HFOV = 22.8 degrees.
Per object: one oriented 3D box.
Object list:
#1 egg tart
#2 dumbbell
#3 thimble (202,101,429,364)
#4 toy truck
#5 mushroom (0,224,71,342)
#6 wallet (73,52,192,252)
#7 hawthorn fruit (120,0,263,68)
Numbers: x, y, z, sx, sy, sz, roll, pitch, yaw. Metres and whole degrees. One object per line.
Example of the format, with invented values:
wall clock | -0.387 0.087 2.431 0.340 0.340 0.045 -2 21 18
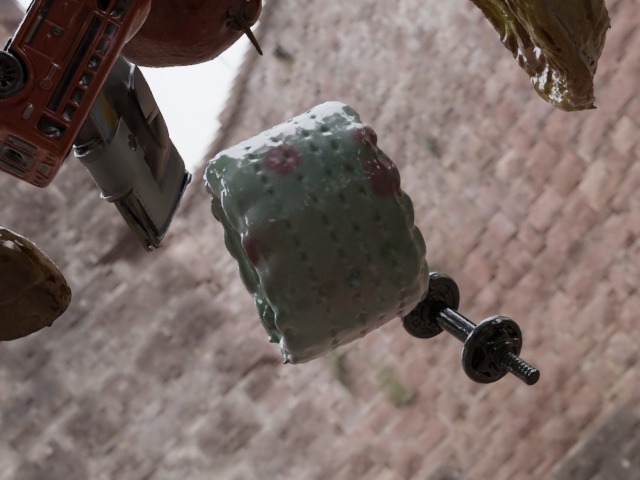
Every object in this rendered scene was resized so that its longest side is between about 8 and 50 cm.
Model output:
egg tart | 0.301 -0.342 2.216 0.150 0.352 0.352 -36 -17 2
dumbbell | 0.154 0.095 1.744 0.081 0.254 0.082 -16 -59 -29
thimble | 0.000 0.000 1.368 0.149 0.185 0.211 -25 -52 -9
toy truck | -0.235 -0.179 1.440 0.253 0.114 0.107 -67 10 -27
mushroom | -0.268 0.027 1.037 0.072 0.209 0.094 -49 -46 -54
wallet | -0.206 -0.116 1.649 0.069 0.231 0.170 -20 31 17
hawthorn fruit | -0.172 -0.318 2.090 0.210 0.262 0.210 -46 -31 -39
